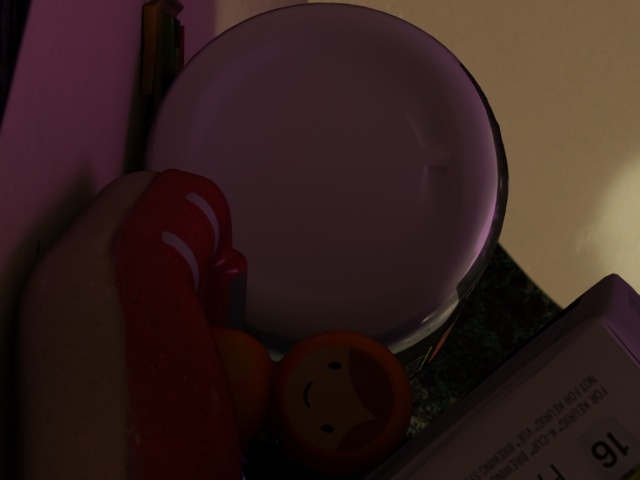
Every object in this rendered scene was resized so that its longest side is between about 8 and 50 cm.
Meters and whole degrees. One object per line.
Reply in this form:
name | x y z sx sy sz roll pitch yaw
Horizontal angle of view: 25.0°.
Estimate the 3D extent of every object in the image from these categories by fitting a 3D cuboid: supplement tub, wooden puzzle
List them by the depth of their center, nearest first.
wooden puzzle | -0.085 -0.099 0.810 0.116 0.014 0.079 -76 171 -80
supplement tub | 0.000 0.000 0.880 0.316 0.193 0.194 96 0 -75

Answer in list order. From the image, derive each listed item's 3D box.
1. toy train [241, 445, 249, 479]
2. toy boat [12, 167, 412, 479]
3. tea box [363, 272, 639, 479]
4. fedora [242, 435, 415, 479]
toy train | -0.074 0.113 0.793 0.184 0.080 0.105 84 5 -79
toy boat | -0.038 0.062 0.587 0.231 0.151 0.151 -79 173 -73
tea box | 0.137 0.204 0.555 0.220 0.323 0.329 -43 172 10
fedora | 0.004 0.221 0.886 0.334 0.334 0.152 -83 152 -42
